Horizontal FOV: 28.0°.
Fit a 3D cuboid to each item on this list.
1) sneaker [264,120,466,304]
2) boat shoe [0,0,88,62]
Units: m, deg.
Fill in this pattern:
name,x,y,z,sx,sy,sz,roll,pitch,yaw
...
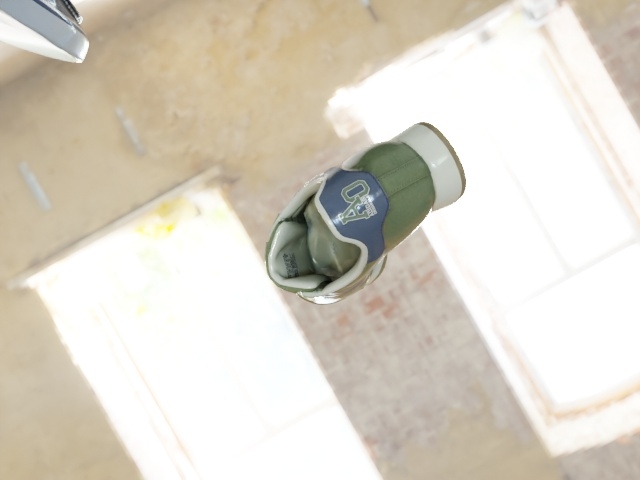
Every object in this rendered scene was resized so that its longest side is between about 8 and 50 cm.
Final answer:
name,x,y,z,sx,sy,sz,roll,pitch,yaw
sneaker,0.000,0.000,0.703,0.086,0.064,0.192,-29,173,-29
boat shoe,-0.165,-0.157,0.675,0.065,0.083,0.183,15,173,18
